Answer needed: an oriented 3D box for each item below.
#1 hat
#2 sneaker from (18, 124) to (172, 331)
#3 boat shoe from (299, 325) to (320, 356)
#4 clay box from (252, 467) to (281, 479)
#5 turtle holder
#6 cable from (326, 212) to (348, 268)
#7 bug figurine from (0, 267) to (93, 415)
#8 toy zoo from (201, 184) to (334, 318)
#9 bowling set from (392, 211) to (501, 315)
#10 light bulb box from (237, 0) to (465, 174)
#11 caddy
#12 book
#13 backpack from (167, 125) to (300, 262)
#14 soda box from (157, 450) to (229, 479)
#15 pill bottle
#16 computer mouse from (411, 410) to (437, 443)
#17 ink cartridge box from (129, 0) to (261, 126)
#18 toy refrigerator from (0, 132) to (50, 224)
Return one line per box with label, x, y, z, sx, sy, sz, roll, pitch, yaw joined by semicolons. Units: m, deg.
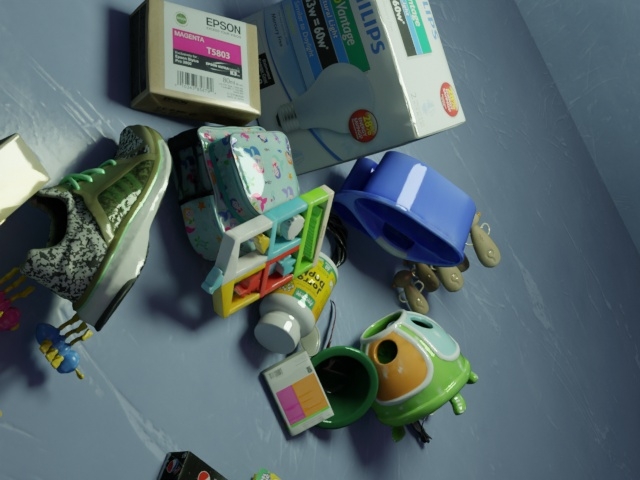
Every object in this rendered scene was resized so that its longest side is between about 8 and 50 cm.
hat;0.023;0.277;1.854;0.208;0.183;0.173;-43;106;-2
sneaker;-0.354;-0.064;1.356;0.182;0.158;0.410;29;39;-24
boat shoe;-0.025;0.190;1.781;0.038;0.046;0.125;71;-1;-50
clay box;-0.079;0.529;1.618;0.222;0.053;0.127;48;46;-32
turtle holder;0.210;0.264;1.927;0.320;0.243;0.227;-37;97;-47
cable;0.000;0.000;1.898;0.184;0.047;0.150;50;44;-32
bug figurine;-0.462;0.168;1.223;0.279;0.072;0.216;-45;112;-47
toy zoo;-0.100;0.027;1.576;0.293;0.030;0.192;-29;145;-38
bowling set;0.286;0.045;2.191;0.287;0.200;0.154;-34;106;-7
light bulb box;0.055;-0.349;1.821;0.225;0.361;0.357;-25;98;-53
caddy;0.187;-0.052;1.965;0.341;0.241;0.179;32;72;-26
book;-0.045;0.302;1.722;0.096;0.035;0.144;-26;102;-18
backpack;-0.153;-0.087;1.624;0.225;0.191;0.253;-9;91;-54
soda box;-0.199;0.427;1.495;0.169;0.053;0.060;48;44;-33
pill bottle;-0.052;0.121;1.732;0.117;0.118;0.208;55;42;-26
computer mouse;0.261;0.388;2.118;0.106;0.042;0.193;50;50;-24
ink cartridge box;-0.232;-0.327;1.623;0.235;0.088;0.193;6;74;-35
toy refrigerator;-0.507;-0.034;1.206;0.094;0.102;0.269;59;39;-22
